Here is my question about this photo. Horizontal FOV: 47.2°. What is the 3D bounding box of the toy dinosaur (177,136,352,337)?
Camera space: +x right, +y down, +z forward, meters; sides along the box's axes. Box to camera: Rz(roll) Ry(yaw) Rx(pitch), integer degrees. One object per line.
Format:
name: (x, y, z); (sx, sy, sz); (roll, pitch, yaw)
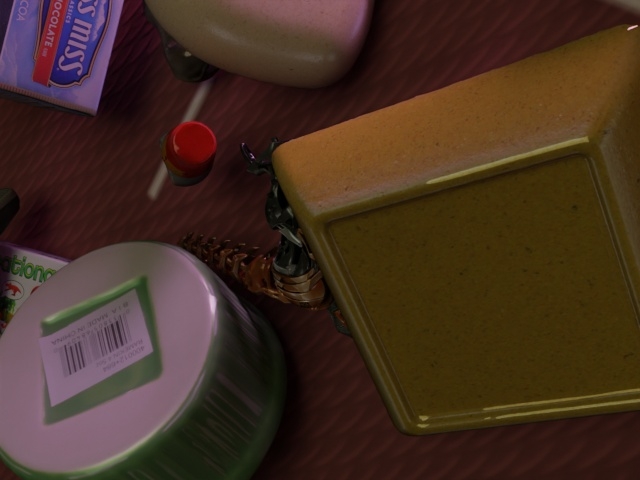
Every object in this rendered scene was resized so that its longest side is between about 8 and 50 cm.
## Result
toy dinosaur: (0.000, 0.000, 0.758); (0.322, 0.164, 0.218); (-5, 102, 0)

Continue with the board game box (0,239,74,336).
board game box: (-0.415, 0.111, 1.033); (0.305, 0.053, 0.193); (11, 90, 30)

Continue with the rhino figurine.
rhino figurine: (-0.178, -0.305, 0.930); (0.106, 0.073, 0.243); (-34, 69, 19)

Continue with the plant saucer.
plant saucer: (0.146, 0.037, 0.616); (0.333, 0.081, 0.333); (-15, 110, 27)

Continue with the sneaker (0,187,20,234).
sneaker: (-0.470, 0.038, 1.006); (0.083, 0.118, 0.222); (11, 60, 48)

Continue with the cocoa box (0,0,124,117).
cocoa box: (-0.384, -0.355, 0.929); (0.231, 0.228, 0.347); (19, 95, 53)

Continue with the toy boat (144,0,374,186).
toy boat: (-0.099, -0.211, 0.796); (0.267, 0.148, 0.318); (23, 84, -13)

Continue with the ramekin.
ramekin: (-0.201, 0.146, 0.782); (0.303, 0.148, 0.303); (-11, 53, 15)
